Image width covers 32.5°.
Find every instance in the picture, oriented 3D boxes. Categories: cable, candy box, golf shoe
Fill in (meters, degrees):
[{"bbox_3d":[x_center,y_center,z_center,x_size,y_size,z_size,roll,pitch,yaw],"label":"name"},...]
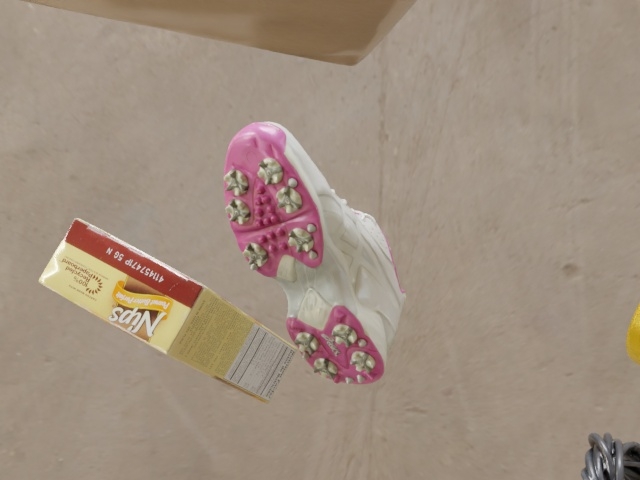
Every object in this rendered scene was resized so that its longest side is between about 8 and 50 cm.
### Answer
[{"bbox_3d":[0.256,0.240,0.909,0.047,0.184,0.151,-9,60,35],"label":"cable"},{"bbox_3d":[-0.165,0.090,1.280,0.183,0.316,0.088,27,83,23],"label":"candy box"},{"bbox_3d":[0.000,0.000,1.127,0.115,0.140,0.306,-2,124,35],"label":"golf shoe"}]

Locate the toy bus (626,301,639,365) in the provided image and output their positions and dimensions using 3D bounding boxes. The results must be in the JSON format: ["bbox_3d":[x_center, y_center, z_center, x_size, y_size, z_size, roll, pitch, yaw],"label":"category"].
[{"bbox_3d":[0.218,0.059,0.412,0.191,0.202,0.104,26,101,-2],"label":"toy bus"}]

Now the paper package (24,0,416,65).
[{"bbox_3d":[-0.083,-0.211,0.517,0.309,0.325,0.168,12,88,-7],"label":"paper package"}]
